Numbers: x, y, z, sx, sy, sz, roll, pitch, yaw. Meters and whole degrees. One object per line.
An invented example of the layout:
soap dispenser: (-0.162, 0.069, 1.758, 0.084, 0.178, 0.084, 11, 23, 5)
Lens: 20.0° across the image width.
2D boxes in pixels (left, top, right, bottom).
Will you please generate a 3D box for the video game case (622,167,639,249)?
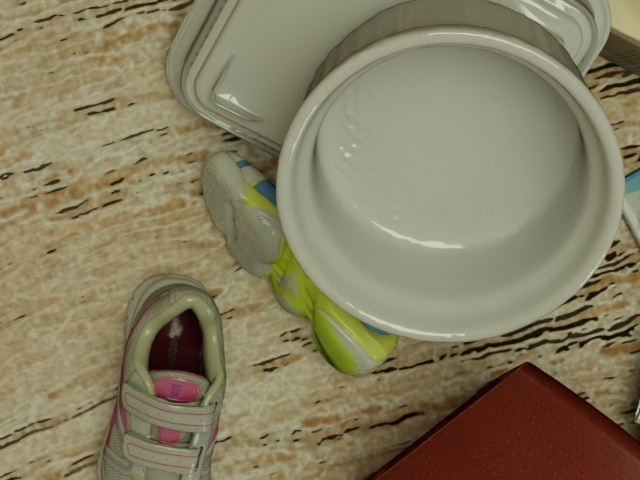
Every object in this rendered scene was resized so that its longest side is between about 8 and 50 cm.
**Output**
video game case: (0.360, -0.007, 1.716, 0.119, 0.015, 0.166, -30, 96, -8)

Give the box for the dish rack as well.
dish rack: (0.057, -0.158, 1.568, 0.332, 0.072, 0.286, 26, 115, -11)

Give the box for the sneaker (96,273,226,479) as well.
sneaker: (-0.136, 0.149, 1.568, 0.103, 0.111, 0.252, 3, 82, -10)

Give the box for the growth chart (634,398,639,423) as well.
growth chart: (0.375, 0.121, 1.681, 0.172, 0.021, 0.237, 11, 90, -11)

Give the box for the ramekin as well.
ramekin: (0.105, -0.066, 1.497, 0.277, 0.135, 0.277, 1, 117, 2)

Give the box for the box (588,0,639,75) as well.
box: (0.215, -0.272, 1.630, 0.311, 0.121, 0.148, 24, 88, -9)

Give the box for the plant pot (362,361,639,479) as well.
plant pot: (0.170, 0.255, 1.579, 0.267, 0.267, 0.236, -37, 84, -8)

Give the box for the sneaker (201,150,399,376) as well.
sneaker: (0.000, 0.000, 1.628, 0.126, 0.091, 0.240, -39, 97, -26)
